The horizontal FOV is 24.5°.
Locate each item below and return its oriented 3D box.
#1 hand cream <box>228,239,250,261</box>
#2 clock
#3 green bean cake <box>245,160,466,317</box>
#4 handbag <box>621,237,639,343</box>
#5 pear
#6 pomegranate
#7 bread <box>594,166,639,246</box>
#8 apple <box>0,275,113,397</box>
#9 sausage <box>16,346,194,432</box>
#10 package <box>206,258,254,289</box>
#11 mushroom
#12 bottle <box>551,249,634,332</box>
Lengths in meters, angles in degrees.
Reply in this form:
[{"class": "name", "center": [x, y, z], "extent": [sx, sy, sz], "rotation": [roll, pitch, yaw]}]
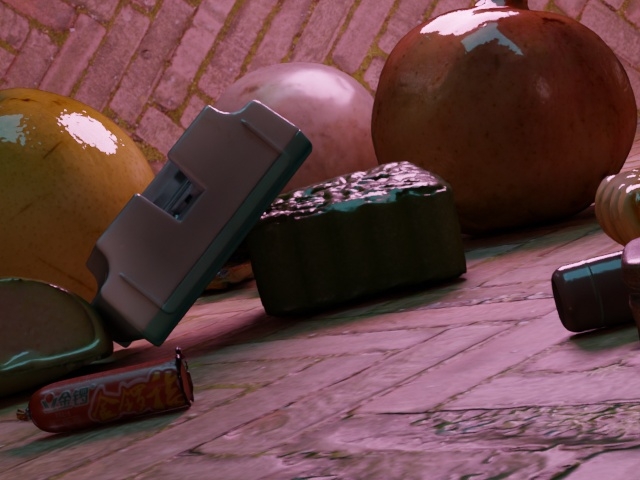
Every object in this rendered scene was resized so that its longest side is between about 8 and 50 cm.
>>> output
[{"class": "hand cream", "center": [-0.118, -0.002, 2.008], "extent": [0.120, 0.061, 0.270], "rotation": [-2, -16, -14]}, {"class": "clock", "center": [-0.148, -0.022, 1.531], "extent": [0.262, 0.116, 0.231], "rotation": [-52, 10, -14]}, {"class": "green bean cake", "center": [0.036, -0.006, 1.603], "extent": [0.222, 0.125, 0.248], "rotation": [-14, 6, 1]}, {"class": "handbag", "center": [0.296, 0.019, 0.957], "extent": [0.193, 0.072, 0.151], "rotation": [-14, 4, 12]}, {"class": "pear", "center": [-0.362, -0.021, 1.794], "extent": [0.348, 0.348, 0.348], "rotation": [-13, 5, 1]}, {"class": "pomegranate", "center": [0.226, -0.173, 1.862], "extent": [0.338, 0.338, 0.338], "rotation": [-13, 5, 1]}, {"class": "bread", "center": [0.320, -0.030, 1.355], "extent": [0.119, 0.084, 0.177], "rotation": [-15, 5, 3]}, {"class": "apple", "center": [-0.344, 0.106, 1.469], "extent": [0.264, 0.120, 0.193], "rotation": [-12, -7, -17]}, {"class": "sausage", "center": [-0.174, 0.123, 1.173], "extent": [0.145, 0.050, 0.048], "rotation": [-12, 46, 8]}, {"class": "package", "center": [-0.142, 0.051, 1.990], "extent": [0.108, 0.031, 0.120], "rotation": [-10, 7, 29]}, {"class": "mushroom", "center": [-0.036, -0.107, 2.179], "extent": [0.297, 0.298, 0.290], "rotation": [-14, -16, -4]}, {"class": "bottle", "center": [0.242, 0.029, 1.084], "extent": [0.140, 0.053, 0.053], "rotation": [-14, 5, 0]}]
